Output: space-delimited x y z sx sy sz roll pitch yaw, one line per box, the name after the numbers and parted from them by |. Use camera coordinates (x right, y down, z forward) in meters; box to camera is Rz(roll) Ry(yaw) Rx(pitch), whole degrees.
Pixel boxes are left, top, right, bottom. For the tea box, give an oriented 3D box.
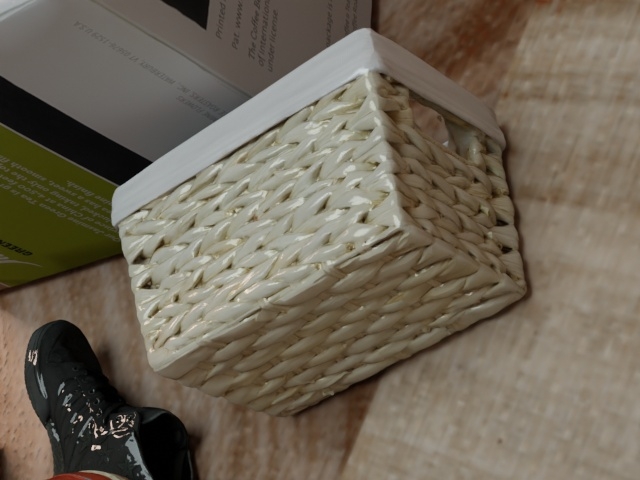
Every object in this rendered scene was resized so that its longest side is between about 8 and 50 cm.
-0.153 -0.181 0.855 0.323 0.220 0.329 -14 60 36 | tea box

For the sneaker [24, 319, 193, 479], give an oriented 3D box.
-0.104 0.105 0.791 0.089 0.051 0.170 -31 56 28 | sneaker

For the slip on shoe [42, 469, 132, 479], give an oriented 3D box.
-0.117 0.266 0.667 0.123 0.101 0.331 -18 69 34 | slip on shoe

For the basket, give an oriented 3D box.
0.000 0.000 0.701 0.167 0.113 0.103 -31 53 28 | basket
